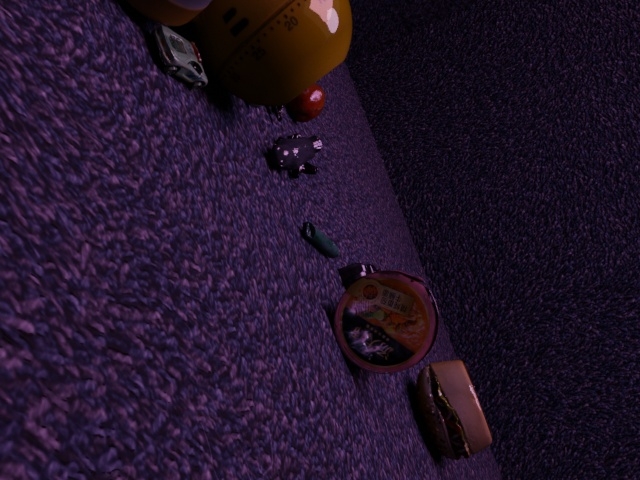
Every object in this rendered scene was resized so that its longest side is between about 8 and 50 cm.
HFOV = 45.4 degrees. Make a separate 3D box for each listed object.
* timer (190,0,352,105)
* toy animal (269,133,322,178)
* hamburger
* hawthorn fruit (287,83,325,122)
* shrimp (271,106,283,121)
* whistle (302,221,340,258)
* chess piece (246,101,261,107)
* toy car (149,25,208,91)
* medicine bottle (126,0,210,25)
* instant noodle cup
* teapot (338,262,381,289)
[{"bbox_3d":[-0.127,-0.486,1.612,0.387,0.376,0.376,51,15,-9],"label":"timer"},{"bbox_3d":[-0.055,-0.210,1.882,0.210,0.117,0.121,-50,122,-78],"label":"toy animal"},{"bbox_3d":[0.379,0.489,2.227,0.300,0.176,0.300,-21,90,-82],"label":"hamburger"},{"bbox_3d":[-0.045,-0.416,2.308,0.128,0.128,0.128,60,14,-25],"label":"hawthorn fruit"},{"bbox_3d":[-0.119,-0.408,2.127,0.198,0.051,0.262,43,23,-62],"label":"shrimp"},{"bbox_3d":[0.000,0.000,1.896,0.186,0.039,0.039,40,28,-61],"label":"whistle"},{"bbox_3d":[-0.183,-0.373,1.806,0.149,0.059,0.059,38,30,-52],"label":"chess piece"},{"bbox_3d":[-0.256,-0.345,1.434,0.093,0.058,0.186,66,13,11],"label":"toy car"},{"bbox_3d":[-0.239,-0.536,1.333,0.238,0.231,0.238,38,36,-34],"label":"medicine bottle"},{"bbox_3d":[0.160,0.193,1.825,0.255,0.243,0.244,43,24,-82],"label":"instant noodle cup"},{"bbox_3d":[0.118,0.100,2.059,0.087,0.096,0.177,68,13,11],"label":"teapot"}]
